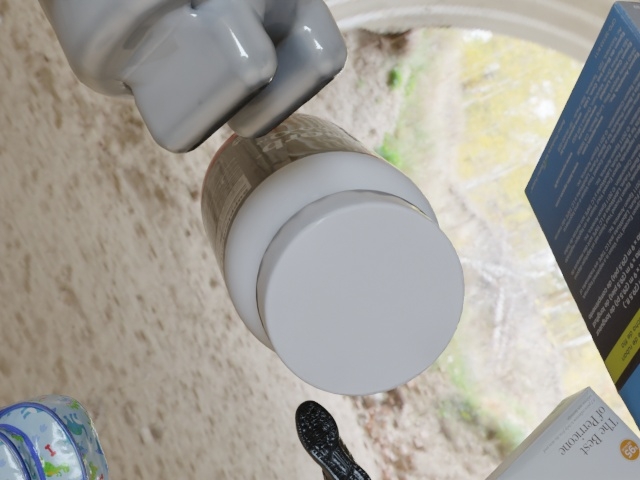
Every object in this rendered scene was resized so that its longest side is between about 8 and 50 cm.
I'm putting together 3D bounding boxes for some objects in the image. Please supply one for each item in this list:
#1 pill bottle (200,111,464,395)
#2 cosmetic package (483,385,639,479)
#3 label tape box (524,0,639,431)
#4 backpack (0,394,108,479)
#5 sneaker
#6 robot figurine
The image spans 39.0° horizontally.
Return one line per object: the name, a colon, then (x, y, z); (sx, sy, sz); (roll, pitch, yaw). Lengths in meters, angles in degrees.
pill bottle: (0.000, 0.000, 0.904); (0.210, 0.210, 0.363); (63, -4, -21)
cosmetic package: (0.172, 0.236, 0.747); (0.099, 0.239, 0.060); (47, -20, 9)
label tape box: (0.328, -0.017, 0.824); (0.249, 0.115, 0.347); (106, -23, -44)
backpack: (-0.213, 0.166, 0.626); (0.084, 0.114, 0.105); (31, 34, -82)
sneaker: (0.019, 0.282, 1.129); (0.170, 0.051, 0.089); (54, -17, 13)
robot figurine: (-0.119, -0.239, 0.619); (0.300, 0.200, 0.353); (-17, 78, -51)
